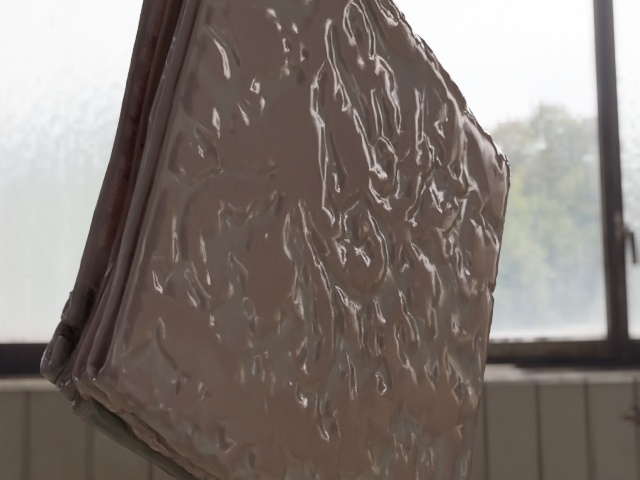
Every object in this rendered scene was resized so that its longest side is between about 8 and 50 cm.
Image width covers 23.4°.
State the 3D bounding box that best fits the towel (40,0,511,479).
[{"bbox_3d":[0.000,0.000,0.791,0.053,0.317,0.332,-6,-32,29],"label":"towel"}]
